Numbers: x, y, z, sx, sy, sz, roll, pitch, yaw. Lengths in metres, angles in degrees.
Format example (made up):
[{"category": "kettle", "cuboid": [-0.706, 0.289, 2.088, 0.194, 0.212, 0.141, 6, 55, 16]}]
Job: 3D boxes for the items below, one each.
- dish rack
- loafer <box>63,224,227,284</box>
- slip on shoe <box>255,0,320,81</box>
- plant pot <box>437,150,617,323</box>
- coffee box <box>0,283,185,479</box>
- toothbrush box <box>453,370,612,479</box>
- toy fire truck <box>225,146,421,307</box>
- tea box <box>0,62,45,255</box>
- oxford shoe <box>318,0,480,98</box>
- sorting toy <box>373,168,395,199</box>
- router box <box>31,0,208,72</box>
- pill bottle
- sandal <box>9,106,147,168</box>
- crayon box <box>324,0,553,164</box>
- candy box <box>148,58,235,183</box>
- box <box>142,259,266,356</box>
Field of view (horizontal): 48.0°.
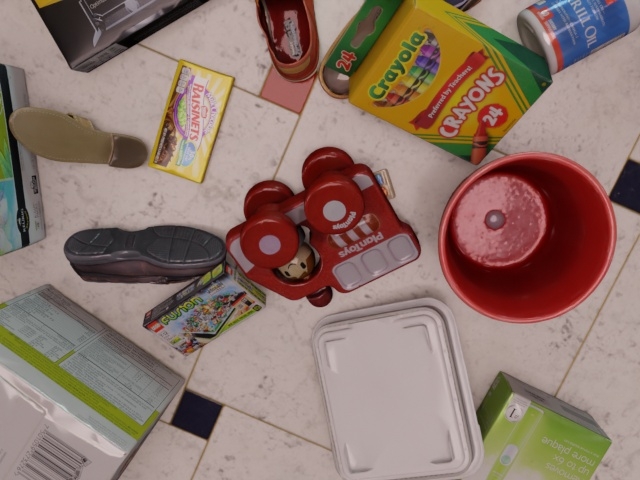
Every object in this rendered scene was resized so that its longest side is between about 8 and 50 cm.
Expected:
[{"category": "dish rack", "cuboid": [0.127, 0.285, 1.305, 0.286, 0.072, 0.332, -13, 85, 19]}, {"category": "loafer", "cuboid": [-0.319, 0.035, 1.340, 0.303, 0.109, 0.095, 2, 133, 5]}, {"category": "slip on shoe", "cuboid": [-0.071, -0.442, 1.240, 0.123, 0.101, 0.331, -11, 97, 6]}, {"category": "plant pot", "cuboid": [0.321, -0.020, 1.217, 0.275, 0.243, 0.274, 0, 100, 2]}, {"category": "coffee box", "cuboid": [-0.501, 0.332, 1.263, 0.338, 0.334, 0.337, 35, 100, -1]}, {"category": "toothbrush box", "cuboid": [0.370, 0.425, 1.349, 0.206, 0.122, 0.283, 27, 101, -1]}, {"category": "toy fire truck", "cuboid": [0.000, 0.000, 1.285, 0.302, 0.169, 0.254, -28, 115, 11]}, {"category": "tea box", "cuboid": [-0.644, -0.129, 1.202, 0.220, 0.323, 0.328, -4, 100, 3]}, {"category": "oxford shoe", "cuboid": [0.141, -0.377, 1.221, 0.364, 0.133, 0.130, -40, 96, 11]}, {"category": "sorting toy", "cuboid": [0.107, -0.085, 1.332, 0.062, 0.012, 0.083, -18, 98, 5]}, {"category": "router box", "cuboid": [-0.358, -0.476, 1.255, 0.309, 0.081, 0.242, -28, 97, 7]}, {"category": "pill bottle", "cuboid": [0.458, -0.384, 1.213, 0.222, 0.124, 0.124, -29, 97, 7]}, {"category": "sandal", "cuboid": [-0.441, -0.186, 1.314, 0.240, 0.079, 0.088, 13, 103, -23]}, {"category": "crayon box", "cuboid": [0.187, -0.272, 1.179, 0.319, 0.081, 0.202, 22, 132, -17]}, {"category": "candy box", "cuboid": [-0.237, -0.217, 1.319, 0.105, 0.027, 0.205, 18, 100, -4]}, {"category": "box", "cuboid": [-0.214, 0.129, 1.321, 0.207, 0.036, 0.114, -33, 123, 22]}]
